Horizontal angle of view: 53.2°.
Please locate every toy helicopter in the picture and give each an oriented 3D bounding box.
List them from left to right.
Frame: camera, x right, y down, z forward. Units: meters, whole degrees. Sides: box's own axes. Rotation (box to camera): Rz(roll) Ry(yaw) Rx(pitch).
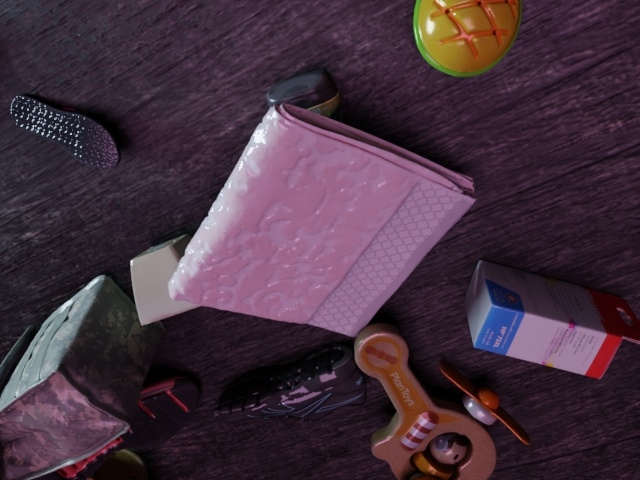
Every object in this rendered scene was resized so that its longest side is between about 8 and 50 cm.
[{"bbox_3d":[0.174,0.268,1.014,0.235,0.140,0.355,-27,111,12],"label":"toy helicopter"}]

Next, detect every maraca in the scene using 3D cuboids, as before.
[{"bbox_3d":[0.182,-0.286,0.758,0.127,0.099,0.186,21,91,-7],"label":"maraca"}]

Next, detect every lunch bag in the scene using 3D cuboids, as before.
[{"bbox_3d":[-0.412,0.228,0.997,0.287,0.235,0.169,-35,114,20],"label":"lunch bag"}]

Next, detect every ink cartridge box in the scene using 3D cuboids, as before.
[{"bbox_3d":[0.334,0.116,0.919,0.231,0.134,0.078,15,116,-1],"label":"ink cartridge box"}]

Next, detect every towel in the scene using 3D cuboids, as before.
[{"bbox_3d":[0.000,0.000,0.859,0.317,0.053,0.332,16,128,-28],"label":"towel"}]

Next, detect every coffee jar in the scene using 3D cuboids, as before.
[{"bbox_3d":[-0.003,-0.132,0.860,0.096,0.079,0.184,-17,114,11],"label":"coffee jar"}]

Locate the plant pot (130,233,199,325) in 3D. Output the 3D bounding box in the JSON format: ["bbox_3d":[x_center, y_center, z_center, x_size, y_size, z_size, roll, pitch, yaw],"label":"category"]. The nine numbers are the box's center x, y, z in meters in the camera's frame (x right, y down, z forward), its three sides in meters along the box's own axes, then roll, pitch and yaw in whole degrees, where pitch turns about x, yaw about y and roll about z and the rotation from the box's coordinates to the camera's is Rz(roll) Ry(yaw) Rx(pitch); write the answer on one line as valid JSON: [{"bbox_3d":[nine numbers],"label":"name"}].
[{"bbox_3d":[-0.223,0.052,0.968,0.109,0.109,0.096,-18,101,15],"label":"plant pot"}]

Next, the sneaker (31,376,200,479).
[{"bbox_3d":[-0.365,0.299,1.102,0.313,0.136,0.116,-27,130,-7],"label":"sneaker"}]

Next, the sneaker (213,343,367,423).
[{"bbox_3d":[-0.050,0.264,1.055,0.267,0.101,0.106,-20,115,15],"label":"sneaker"}]

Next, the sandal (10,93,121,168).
[{"bbox_3d":[-0.356,-0.161,0.911,0.179,0.040,0.067,27,112,9],"label":"sandal"}]

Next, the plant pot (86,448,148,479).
[{"bbox_3d":[-0.412,0.519,1.168,0.237,0.237,0.254,21,103,-5],"label":"plant pot"}]
